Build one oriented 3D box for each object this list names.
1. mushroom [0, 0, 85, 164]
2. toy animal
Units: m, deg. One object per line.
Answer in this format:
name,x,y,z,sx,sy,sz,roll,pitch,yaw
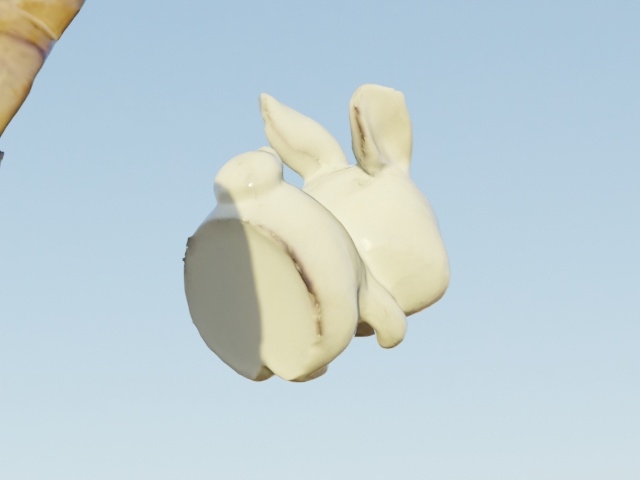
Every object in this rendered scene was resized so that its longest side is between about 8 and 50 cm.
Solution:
mushroom,-0.184,-0.109,0.713,0.156,0.286,0.151,-21,-55,40
toy animal,-0.003,-0.003,1.226,0.127,0.179,0.193,-11,22,41
